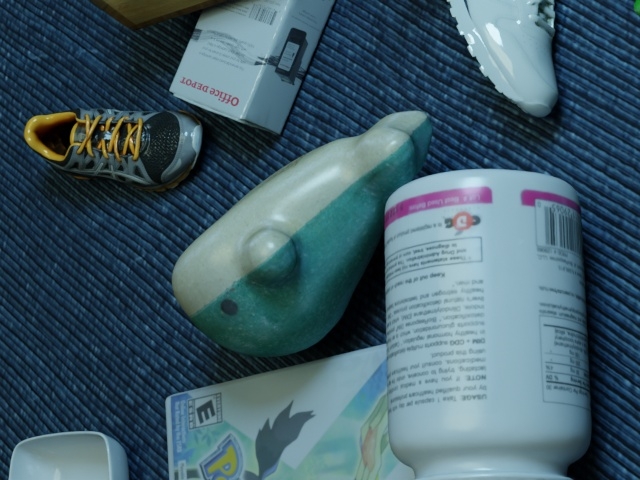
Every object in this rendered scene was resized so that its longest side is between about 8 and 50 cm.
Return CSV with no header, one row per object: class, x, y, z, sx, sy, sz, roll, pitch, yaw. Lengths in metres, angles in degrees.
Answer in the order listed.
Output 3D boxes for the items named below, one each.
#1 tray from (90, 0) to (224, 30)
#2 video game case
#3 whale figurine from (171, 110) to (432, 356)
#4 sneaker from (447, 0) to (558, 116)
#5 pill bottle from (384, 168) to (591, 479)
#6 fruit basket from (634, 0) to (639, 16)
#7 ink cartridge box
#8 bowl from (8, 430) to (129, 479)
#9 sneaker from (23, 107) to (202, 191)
tray,-0.105,-0.422,1.595,0.202,0.076,0.411,-12,59,34
video game case,-0.009,0.271,1.405,0.300,0.036,0.329,-16,69,32
whale figurine,0.000,0.000,1.393,0.272,0.216,0.141,-36,95,22
sneaker,0.164,-0.215,1.380,0.094,0.090,0.235,-27,64,18
pill bottle,0.132,0.099,1.267,0.160,0.160,0.283,-11,71,34
fruit basket,0.456,-0.218,1.099,0.392,0.283,0.392,0,96,-3
ink cartridge box,-0.067,-0.190,1.553,0.109,0.063,0.150,24,93,39
bowl,-0.242,0.263,1.569,0.142,0.053,0.142,-10,71,34
sneaker,-0.212,-0.098,1.625,0.214,0.083,0.084,-2,75,35
